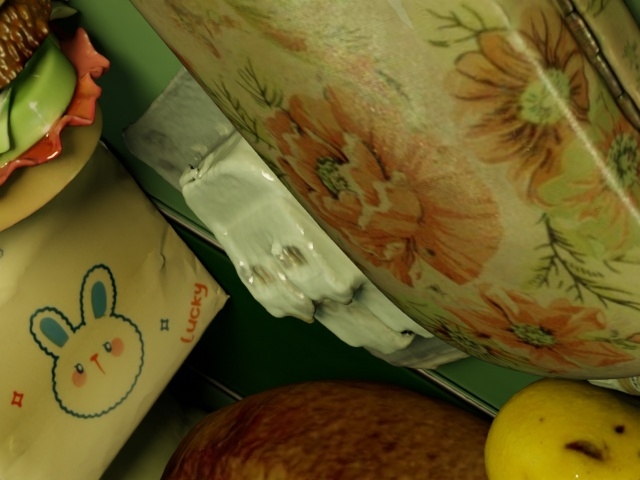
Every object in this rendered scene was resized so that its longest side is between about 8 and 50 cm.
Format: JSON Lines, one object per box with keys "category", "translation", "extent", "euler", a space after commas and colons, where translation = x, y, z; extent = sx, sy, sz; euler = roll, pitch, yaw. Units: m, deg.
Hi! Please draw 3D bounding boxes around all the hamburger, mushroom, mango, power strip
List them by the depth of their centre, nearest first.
{"category": "mango", "translation": [0.125, 0.101, 0.712], "extent": [0.103, 0.076, 0.161], "euler": [13, -174, -1]}
{"category": "hamburger", "translation": [-0.191, -0.084, 0.721], "extent": [0.175, 0.175, 0.137], "euler": [15, 143, 37]}
{"category": "power strip", "translation": [0.000, 0.000, 0.738], "extent": [0.213, 0.064, 0.198], "euler": [40, 154, -7]}
{"category": "mushroom", "translation": [0.049, 0.247, 0.885], "extent": [0.345, 0.259, 0.345], "euler": [24, 152, 14]}

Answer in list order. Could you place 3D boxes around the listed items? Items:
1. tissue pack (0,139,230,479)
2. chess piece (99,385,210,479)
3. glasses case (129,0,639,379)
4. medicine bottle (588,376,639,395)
{"category": "tissue pack", "translation": [-0.163, 0.057, 0.888], "extent": [0.092, 0.196, 0.148], "euler": [7, 143, 47]}
{"category": "chess piece", "translation": [-0.032, 0.293, 1.135], "extent": [0.442, 0.234, 0.234], "euler": [37, 157, -20]}
{"category": "glasses case", "translation": [-0.002, -0.105, 0.507], "extent": [0.156, 0.098, 0.425], "euler": [-2, 137, 47]}
{"category": "medicine bottle", "translation": [0.152, 0.046, 0.644], "extent": [0.083, 0.047, 0.047], "euler": [7, 143, 46]}
